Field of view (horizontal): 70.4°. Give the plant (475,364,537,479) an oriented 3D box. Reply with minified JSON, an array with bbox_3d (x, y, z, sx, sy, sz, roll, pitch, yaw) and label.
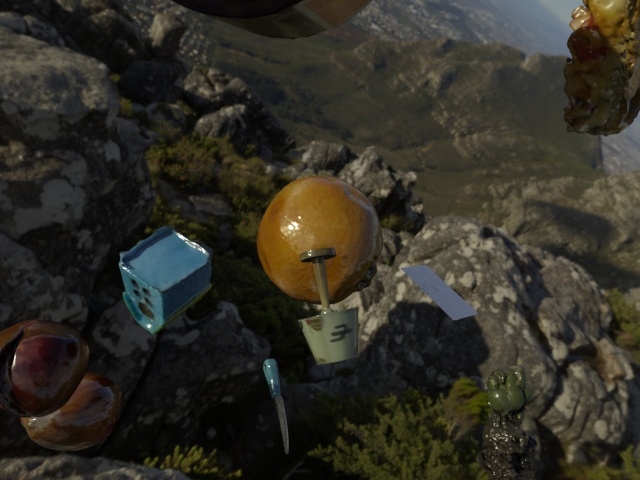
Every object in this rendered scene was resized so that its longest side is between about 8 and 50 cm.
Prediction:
[{"bbox_3d":[0.273,0.270,0.665,0.085,0.087,0.174,6,73,9],"label":"plant"}]

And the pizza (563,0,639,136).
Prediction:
[{"bbox_3d":[0.236,-0.208,0.344,0.288,0.251,0.074,-4,23,-39],"label":"pizza"}]

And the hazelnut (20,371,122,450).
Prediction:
[{"bbox_3d":[-0.587,0.415,1.084,0.210,0.210,0.186,-71,149,-53],"label":"hazelnut"}]

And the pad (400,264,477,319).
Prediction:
[{"bbox_3d":[0.357,0.150,1.372,0.156,0.004,0.232,-1,39,-45],"label":"pad"}]

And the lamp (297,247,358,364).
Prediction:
[{"bbox_3d":[0.012,0.124,0.873,0.121,0.121,0.214,0,76,-42],"label":"lamp"}]

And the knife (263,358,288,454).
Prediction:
[{"bbox_3d":[-0.108,0.416,1.165,0.032,0.058,0.244,4,46,-28],"label":"knife"}]

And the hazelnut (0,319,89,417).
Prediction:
[{"bbox_3d":[-0.532,0.237,0.841,0.204,0.178,0.178,-6,41,7],"label":"hazelnut"}]

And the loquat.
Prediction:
[{"bbox_3d":[0.000,0.000,1.132,0.328,0.328,0.328,24,38,-20],"label":"loquat"}]

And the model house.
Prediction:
[{"bbox_3d":[-0.496,0.150,1.497,0.216,0.303,0.237,27,42,19],"label":"model house"}]

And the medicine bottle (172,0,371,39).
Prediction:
[{"bbox_3d":[-0.057,-0.254,0.263,0.242,0.242,0.395,35,23,-5],"label":"medicine bottle"}]
